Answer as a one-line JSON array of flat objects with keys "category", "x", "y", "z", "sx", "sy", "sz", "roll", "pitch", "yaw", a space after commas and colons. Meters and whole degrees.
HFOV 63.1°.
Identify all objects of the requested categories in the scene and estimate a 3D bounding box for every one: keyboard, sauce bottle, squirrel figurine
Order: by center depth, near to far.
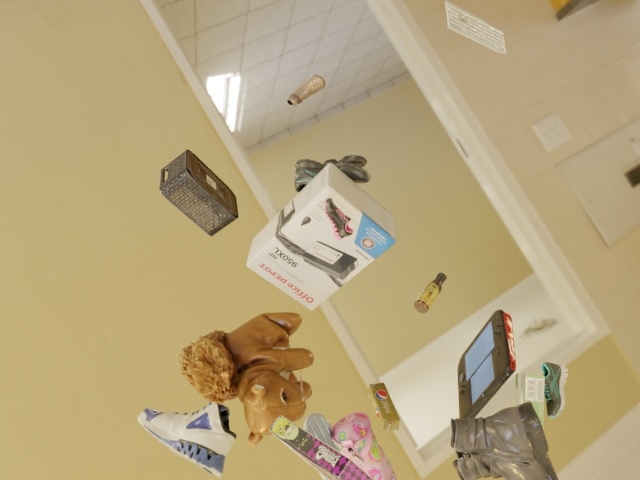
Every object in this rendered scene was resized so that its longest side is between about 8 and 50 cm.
[{"category": "sauce bottle", "x": 0.285, "y": 0.132, "z": 1.343, "sx": 0.128, "sy": 0.042, "sz": 0.042, "roll": -48, "pitch": -173, "yaw": -36}, {"category": "keyboard", "x": 0.411, "y": -0.555, "z": 1.369, "sx": 0.256, "sy": 0.072, "sz": 0.014, "roll": 3, "pitch": 173, "yaw": -40}, {"category": "squirrel figurine", "x": -0.212, "y": 0.402, "z": 1.495, "sx": 0.398, "sy": 0.280, "sz": 0.370, "roll": 8, "pitch": -158, "yaw": -10}]

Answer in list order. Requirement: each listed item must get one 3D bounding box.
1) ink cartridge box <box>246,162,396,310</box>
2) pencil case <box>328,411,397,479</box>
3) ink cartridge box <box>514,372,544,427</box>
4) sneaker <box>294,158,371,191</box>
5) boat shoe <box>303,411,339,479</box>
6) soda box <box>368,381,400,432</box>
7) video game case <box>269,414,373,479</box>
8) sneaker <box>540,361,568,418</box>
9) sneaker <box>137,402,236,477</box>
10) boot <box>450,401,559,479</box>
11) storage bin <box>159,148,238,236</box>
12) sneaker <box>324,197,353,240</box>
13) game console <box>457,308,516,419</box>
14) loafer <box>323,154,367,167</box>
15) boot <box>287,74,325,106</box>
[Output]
[{"category": "ink cartridge box", "x": 0.000, "y": 0.000, "z": 1.655, "sx": 0.395, "sy": 0.285, "sz": 0.166, "roll": -42, "pitch": -158, "yaw": 27}, {"category": "pencil case", "x": 0.124, "y": 0.605, "z": 1.415, "sx": 0.124, "sy": 0.284, "sz": 0.124, "roll": -19, "pitch": -158, "yaw": 8}, {"category": "ink cartridge box", "x": 0.597, "y": 0.469, "z": 1.498, "sx": 0.056, "sy": 0.171, "sz": 0.235, "roll": 2, "pitch": 167, "yaw": 17}, {"category": "sneaker", "x": 0.035, "y": -0.195, "z": 1.684, "sx": 0.268, "sy": 0.106, "sz": 0.101, "roll": 8, "pitch": 167, "yaw": 28}, {"category": "boat shoe", "x": 0.012, "y": 0.710, "z": 1.712, "sx": 0.109, "sy": 0.302, "sz": 0.094, "roll": -19, "pitch": 177, "yaw": -21}, {"category": "soda box", "x": 0.228, "y": 0.603, "z": 1.891, "sx": 0.062, "sy": 0.058, "sz": 0.181, "roll": -4, "pitch": -148, "yaw": -12}, {"category": "video game case", "x": 0.035, "y": 0.434, "z": 0.978, "sx": 0.210, "sy": 0.232, "sz": 0.041, "roll": 9, "pitch": -126, "yaw": 52}, {"category": "sneaker", "x": 0.660, "y": 0.427, "z": 1.506, "sx": 0.065, "sy": 0.076, "sz": 0.166, "roll": 110, "pitch": 1, "yaw": -58}, {"category": "sneaker", "x": -0.371, "y": 0.558, "z": 1.564, "sx": 0.182, "sy": 0.316, "sz": 0.127, "roll": -55, "pitch": 148, "yaw": -32}, {"category": "boot", "x": 0.449, "y": 0.560, "z": 1.265, "sx": 0.223, "sy": 0.337, "sz": 0.118, "roll": -19, "pitch": -177, "yaw": 12}, {"category": "storage bin", "x": -0.286, "y": -0.112, "z": 1.243, "sx": 0.084, "sy": 0.180, "sz": 0.122, "roll": -33, "pitch": -143, "yaw": 13}, {"category": "sneaker", "x": 0.050, "y": -0.059, "z": 1.346, "sx": 0.057, "sy": 0.119, "sz": 0.047, "roll": -14, "pitch": -158, "yaw": 28}, {"category": "game console", "x": 0.639, "y": 0.490, "z": 2.044, "sx": 0.342, "sy": 0.060, "sz": 0.386, "roll": -64, "pitch": 177, "yaw": -54}, {"category": "loafer", "x": 0.081, "y": -0.248, "z": 1.788, "sx": 0.170, "sy": 0.062, "sz": 0.061, "roll": -9, "pitch": -129, "yaw": 36}, {"category": "boot", "x": -0.040, "y": -0.378, "z": 1.335, "sx": 0.087, "sy": 0.042, "sz": 0.118, "roll": -41, "pitch": -165, "yaw": -9}]
